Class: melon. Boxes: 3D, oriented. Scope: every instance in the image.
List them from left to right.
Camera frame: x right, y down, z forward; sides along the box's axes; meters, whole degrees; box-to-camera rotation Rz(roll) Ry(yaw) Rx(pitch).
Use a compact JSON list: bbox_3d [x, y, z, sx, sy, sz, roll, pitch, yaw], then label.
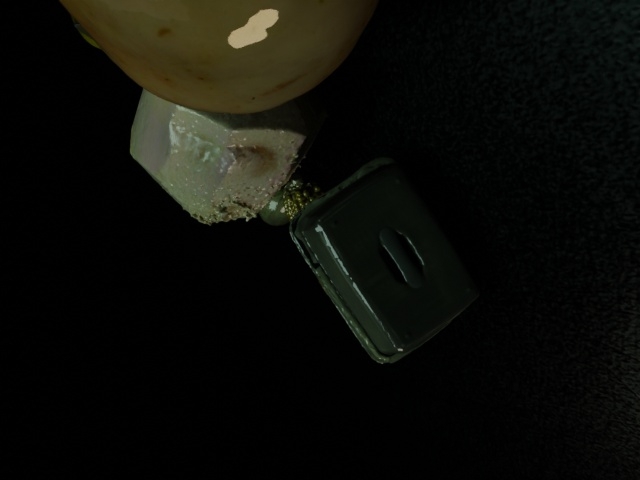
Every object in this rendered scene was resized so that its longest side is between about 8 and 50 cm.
[{"bbox_3d":[-0.093,-0.085,1.103,0.098,0.098,0.131,54,149,1],"label":"melon"}]

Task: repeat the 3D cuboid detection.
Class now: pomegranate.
[{"bbox_3d":[-0.080,-0.340,0.485,0.412,0.412,0.411,40,151,28],"label":"pomegranate"}]

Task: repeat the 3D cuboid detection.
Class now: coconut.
[{"bbox_3d":[-0.143,-0.200,0.797,0.297,0.298,0.309,49,135,11],"label":"coconut"}]

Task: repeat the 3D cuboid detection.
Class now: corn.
[{"bbox_3d":[0.000,0.000,1.061,0.097,0.097,0.319,21,141,49],"label":"corn"}]

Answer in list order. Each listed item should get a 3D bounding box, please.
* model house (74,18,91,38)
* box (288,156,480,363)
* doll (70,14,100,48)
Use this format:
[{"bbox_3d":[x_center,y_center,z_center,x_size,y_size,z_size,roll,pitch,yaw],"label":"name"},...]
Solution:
[{"bbox_3d":[-0.287,-0.360,0.817,0.212,0.243,0.204,-5,122,15],"label":"model house"},{"bbox_3d":[0.103,0.032,0.783,0.290,0.221,0.166,56,168,-4],"label":"box"},{"bbox_3d":[-0.399,-0.525,1.030,0.423,0.161,0.348,45,132,17],"label":"doll"}]
